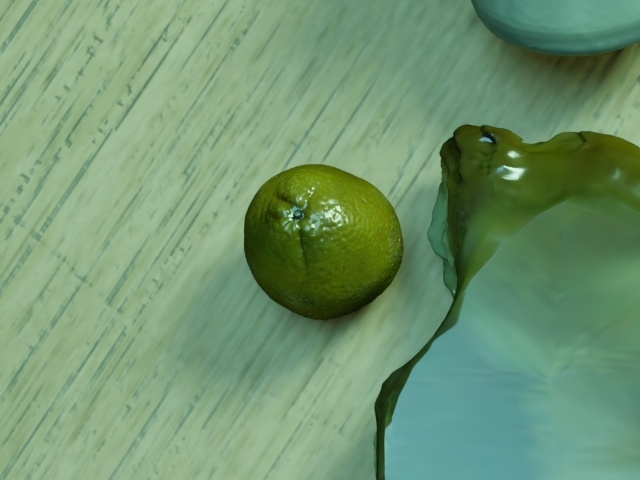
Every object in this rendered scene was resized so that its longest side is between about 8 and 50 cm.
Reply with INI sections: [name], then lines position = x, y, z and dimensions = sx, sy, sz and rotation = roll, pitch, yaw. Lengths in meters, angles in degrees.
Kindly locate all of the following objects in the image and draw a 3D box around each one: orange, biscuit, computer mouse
[orange]
position = 0.000, 0.000, 1.014
dimensions = 0.085, 0.095, 0.085
rotation = -5, 75, 18
[biscuit]
position = 0.130, 0.090, 0.967
dimensions = 0.329, 0.078, 0.335
rotation = -31, 71, -2
[computer mouse]
position = 0.136, -0.193, 1.055
dimensions = 0.128, 0.079, 0.231
rotation = -4, 55, 5
